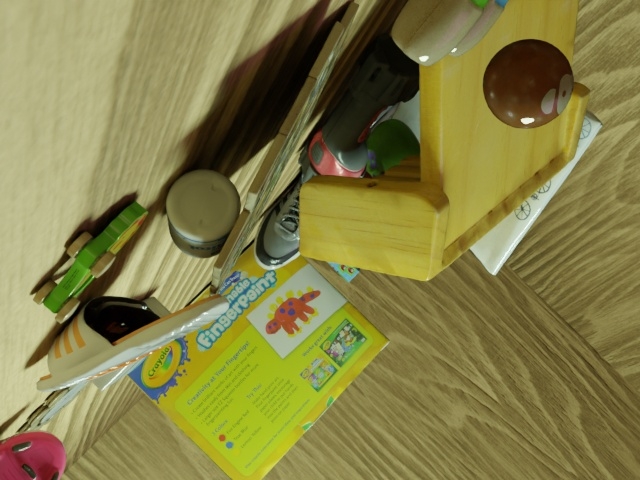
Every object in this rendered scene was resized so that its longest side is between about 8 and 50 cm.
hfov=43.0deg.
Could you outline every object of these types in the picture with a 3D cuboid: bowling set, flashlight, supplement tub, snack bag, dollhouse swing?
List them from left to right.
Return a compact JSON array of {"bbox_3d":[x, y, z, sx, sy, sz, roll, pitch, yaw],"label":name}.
[{"bbox_3d":[-0.116,-0.024,0.802,0.071,0.071,0.107,-45,177,-14],"label":"supplement tub"},{"bbox_3d":[0.063,-0.172,1.151,0.304,0.103,0.103,-49,-164,55],"label":"flashlight"},{"bbox_3d":[0.140,-0.172,1.021,0.315,0.305,0.347,10,-144,46],"label":"dollhouse swing"},{"bbox_3d":[0.238,-0.167,1.272,0.037,0.342,0.323,-15,145,-37],"label":"snack bag"},{"bbox_3d":[0.107,-0.184,0.490,0.154,0.200,0.287,-48,-179,25],"label":"bowling set"}]

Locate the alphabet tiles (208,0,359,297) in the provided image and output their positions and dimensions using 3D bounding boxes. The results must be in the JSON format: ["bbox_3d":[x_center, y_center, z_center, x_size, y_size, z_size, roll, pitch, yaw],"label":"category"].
[{"bbox_3d":[-0.045,-0.077,0.831,0.285,0.011,0.342,-63,-177,-14],"label":"alphabet tiles"}]

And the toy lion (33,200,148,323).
[{"bbox_3d":[-0.187,0.012,0.686,0.100,0.034,0.096,-46,-174,28],"label":"toy lion"}]

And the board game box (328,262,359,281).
[{"bbox_3d":[0.000,0.000,1.769,0.039,0.211,0.160,-45,178,4],"label":"board game box"}]

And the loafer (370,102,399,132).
[{"bbox_3d":[0.120,-0.204,1.799,0.302,0.095,0.109,-46,178,15],"label":"loafer"}]

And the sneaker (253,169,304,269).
[{"bbox_3d":[-0.032,-0.065,1.491,0.268,0.101,0.153,-51,178,-6],"label":"sneaker"}]

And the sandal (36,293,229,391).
[{"bbox_3d":[-0.206,0.088,0.865,0.265,0.076,0.102,-27,173,29],"label":"sandal"}]

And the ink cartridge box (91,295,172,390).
[{"bbox_3d":[-0.272,0.143,1.123,0.104,0.060,0.180,-45,178,7],"label":"ink cartridge box"}]

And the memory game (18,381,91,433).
[{"bbox_3d":[-0.398,0.243,1.259,0.186,0.012,0.186,-46,179,-1],"label":"memory game"}]

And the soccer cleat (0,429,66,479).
[{"bbox_3d":[-0.483,0.373,1.069,0.331,0.116,0.143,-47,-160,-20],"label":"soccer cleat"}]

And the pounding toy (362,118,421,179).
[{"bbox_3d":[0.083,-0.125,1.351,0.110,0.236,0.183,-16,162,-19],"label":"pounding toy"}]

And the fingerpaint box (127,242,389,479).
[{"bbox_3d":[-0.140,0.258,1.785,0.445,0.371,0.163,-46,178,-15],"label":"fingerpaint box"}]
